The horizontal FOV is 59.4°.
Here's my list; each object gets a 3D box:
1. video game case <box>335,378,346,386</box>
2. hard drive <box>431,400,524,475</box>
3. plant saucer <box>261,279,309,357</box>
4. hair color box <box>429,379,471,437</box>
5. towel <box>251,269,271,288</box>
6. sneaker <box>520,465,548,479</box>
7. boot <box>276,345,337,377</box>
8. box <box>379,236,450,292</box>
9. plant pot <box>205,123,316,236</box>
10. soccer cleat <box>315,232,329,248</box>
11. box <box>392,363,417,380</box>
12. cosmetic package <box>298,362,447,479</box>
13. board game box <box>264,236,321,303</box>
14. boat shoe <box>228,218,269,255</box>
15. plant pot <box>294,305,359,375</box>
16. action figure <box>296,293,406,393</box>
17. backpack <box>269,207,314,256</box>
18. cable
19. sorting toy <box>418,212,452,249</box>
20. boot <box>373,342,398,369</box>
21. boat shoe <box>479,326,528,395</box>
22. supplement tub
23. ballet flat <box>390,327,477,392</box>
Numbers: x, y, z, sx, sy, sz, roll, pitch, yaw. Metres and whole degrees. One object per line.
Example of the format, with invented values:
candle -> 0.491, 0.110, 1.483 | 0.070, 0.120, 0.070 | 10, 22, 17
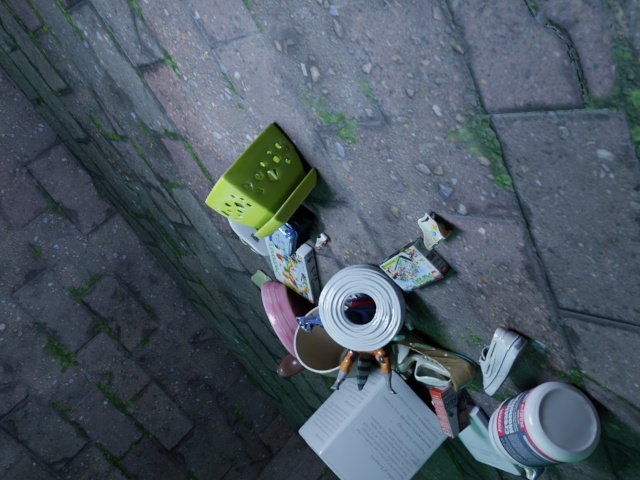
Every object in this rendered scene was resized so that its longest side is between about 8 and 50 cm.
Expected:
video game case -> 0.189, 0.731, 2.610 | 0.275, 0.035, 0.248 | 27, 150, 34
hard drive -> 0.553, 0.685, 1.979 | 0.319, 0.040, 0.210 | 53, 154, -18
plant saucer -> -0.111, 0.294, 2.174 | 0.332, 0.084, 0.332 | 60, -171, -16
hair color box -> 0.427, 0.546, 1.838 | 0.053, 0.093, 0.167 | 3, 115, 57
towel -> -0.243, 0.178, 2.414 | 0.110, 0.027, 0.148 | 44, 154, -2
sneaker -> 0.641, 0.667, 1.772 | 0.211, 0.081, 0.080 | 49, 156, -7
boot -> -0.032, 0.476, 2.285 | 0.096, 0.264, 0.280 | 69, 157, 6
box -> 0.247, 0.070, 1.494 | 0.114, 0.036, 0.207 | 44, 155, -1
plant pot -> -0.154, -0.147, 1.555 | 0.207, 0.228, 0.227 | 40, 156, -8
soccer cleat -> 0.000, 0.000, 1.772 | 0.035, 0.029, 0.083 | 53, 152, 1
box -> 0.299, 0.449, 1.985 | 0.062, 0.052, 0.083 | 39, 154, 13
cosmetic package -> 0.189, 0.715, 2.101 | 0.327, 0.393, 0.329 | 47, 167, -7
board game box -> -0.098, 0.086, 2.019 | 0.193, 0.053, 0.305 | 31, 152, 27
boat shoe -> -0.272, -0.024, 2.084 | 0.219, 0.078, 0.070 | 51, 153, -18
plant pot -> 0.078, 0.402, 2.062 | 0.256, 0.256, 0.274 | 24, 163, 37
action figure -> 0.098, 0.308, 1.785 | 0.341, 0.330, 0.178 | 2, 166, 8
backpack -> -0.119, -0.058, 1.757 | 0.173, 0.117, 0.158 | 41, 154, 14
cable -> 0.120, 0.201, 1.649 | 0.089, 0.257, 0.257 | -20, -88, -78
sorting toy -> 0.263, -0.028, 1.317 | 0.075, 0.045, 0.083 | 49, 156, 6
boot -> 0.200, 0.338, 1.918 | 0.213, 0.077, 0.165 | 65, -169, 27
boat shoe -> 0.465, 0.320, 1.487 | 0.088, 0.096, 0.267 | 36, 153, 26
supplement tub -> 0.573, 0.487, 1.465 | 0.191, 0.191, 0.272 | 39, 154, 10
ballet flat -> 0.318, 0.376, 1.757 | 0.342, 0.124, 0.116 | 23, 150, 39
